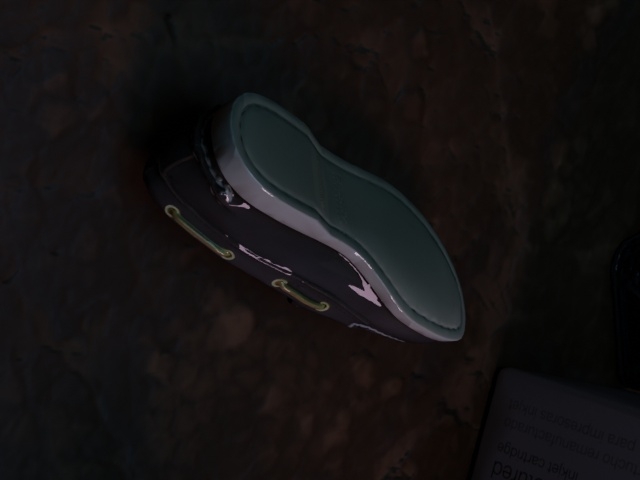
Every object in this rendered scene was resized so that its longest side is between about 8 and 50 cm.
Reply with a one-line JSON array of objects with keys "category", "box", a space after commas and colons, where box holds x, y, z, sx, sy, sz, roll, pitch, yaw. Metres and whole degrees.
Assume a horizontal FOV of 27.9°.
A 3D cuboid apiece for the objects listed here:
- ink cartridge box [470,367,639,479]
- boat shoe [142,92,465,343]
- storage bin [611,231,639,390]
[{"category": "ink cartridge box", "box": [0.215, 0.310, 0.813, 0.166, 0.285, 0.394, 15, 89, -40]}, {"category": "boat shoe", "box": [0.000, 0.000, 0.707, 0.228, 0.069, 0.081, 38, 40, -41]}, {"category": "storage bin", "box": [0.310, 0.040, 0.971, 0.180, 0.084, 0.122, -23, 114, -36]}]
